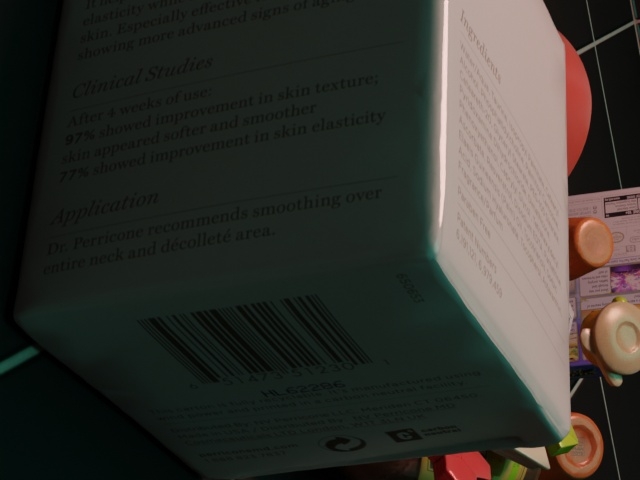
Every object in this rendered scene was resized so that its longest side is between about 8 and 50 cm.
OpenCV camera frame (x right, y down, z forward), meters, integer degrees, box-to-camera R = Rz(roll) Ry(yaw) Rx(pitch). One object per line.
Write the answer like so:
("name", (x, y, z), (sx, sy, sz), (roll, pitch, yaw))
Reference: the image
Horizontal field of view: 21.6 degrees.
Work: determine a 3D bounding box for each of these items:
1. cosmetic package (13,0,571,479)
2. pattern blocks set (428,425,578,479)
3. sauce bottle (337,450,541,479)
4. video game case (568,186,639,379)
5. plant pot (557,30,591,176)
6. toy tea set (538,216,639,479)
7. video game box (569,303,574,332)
("cosmetic package", (0.000, -0.061, 1.330), (0.327, 0.329, 0.393), (50, 38, -52))
("pattern blocks set", (0.158, 0.146, 1.683), (0.285, 0.026, 0.325), (23, 33, -40))
("sauce bottle", (0.084, 0.197, 1.652), (0.344, 0.111, 0.111), (16, 66, -47))
("video game case", (0.339, 0.062, 2.229), (0.061, 0.269, 0.244), (48, 39, -58))
("plant pot", (0.117, -0.163, 1.795), (0.243, 0.275, 0.275), (26, 58, -53))
("toy tea set", (0.262, 0.133, 1.939), (0.200, 0.124, 0.336), (39, 64, -19))
("video game box", (0.249, 0.099, 2.047), (0.205, 0.048, 0.187), (61, 34, -41))
